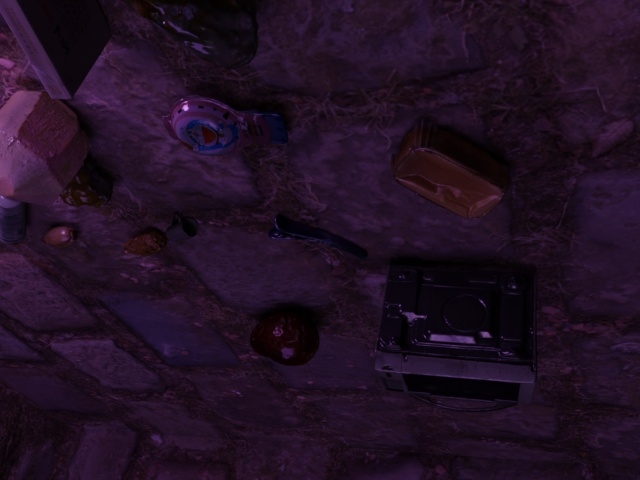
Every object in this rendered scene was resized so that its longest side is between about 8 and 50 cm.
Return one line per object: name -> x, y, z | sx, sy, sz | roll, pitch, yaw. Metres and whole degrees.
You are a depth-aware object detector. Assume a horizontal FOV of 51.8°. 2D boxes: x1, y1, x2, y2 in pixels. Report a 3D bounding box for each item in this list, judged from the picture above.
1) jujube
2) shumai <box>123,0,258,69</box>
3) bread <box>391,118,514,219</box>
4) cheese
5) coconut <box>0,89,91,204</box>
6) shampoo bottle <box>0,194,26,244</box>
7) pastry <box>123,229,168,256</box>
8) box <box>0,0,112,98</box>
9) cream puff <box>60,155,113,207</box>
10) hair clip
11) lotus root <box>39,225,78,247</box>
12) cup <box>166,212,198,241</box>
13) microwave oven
jujube -> -0.125, 0.322, 2.141 | 0.190, 0.190, 0.255 | 37, 146, -29
shumai -> -0.195, -0.469, 1.099 | 0.309, 0.304, 0.263 | 32, 107, -20
bread -> 0.276, -0.148, 1.402 | 0.241, 0.107, 0.136 | 24, 141, -15
cheese -> -0.213, -0.250, 1.460 | 0.286, 0.074, 0.189 | 4, 145, 13
coconut -> -0.672, -0.202, 1.537 | 0.233, 0.245, 0.233 | 9, 145, 6
shampoo bottle -> -0.905, -0.087, 1.919 | 0.085, 0.085, 0.262 | 21, 144, -10
pastry -> -0.516, 0.011, 1.943 | 0.080, 0.056, 0.140 | 26, 143, -36
box -> -0.494, -0.454, 1.162 | 0.051, 0.205, 0.365 | 4, 143, 14
cream puff -> -0.623, -0.141, 1.711 | 0.156, 0.121, 0.156 | 10, 144, 7
hair clip -> 0.000, 0.000, 1.757 | 0.275, 0.048, 0.083 | 17, 141, -6
lotus root -> -0.792, -0.011, 2.003 | 0.150, 0.062, 0.073 | -8, 162, 31
cup -> -0.396, -0.033, 1.842 | 0.083, 0.054, 0.075 | -16, 136, 39
microwave oven -> 0.358, 0.246, 1.723 | 0.394, 0.333, 0.247 | 2, 147, 15
